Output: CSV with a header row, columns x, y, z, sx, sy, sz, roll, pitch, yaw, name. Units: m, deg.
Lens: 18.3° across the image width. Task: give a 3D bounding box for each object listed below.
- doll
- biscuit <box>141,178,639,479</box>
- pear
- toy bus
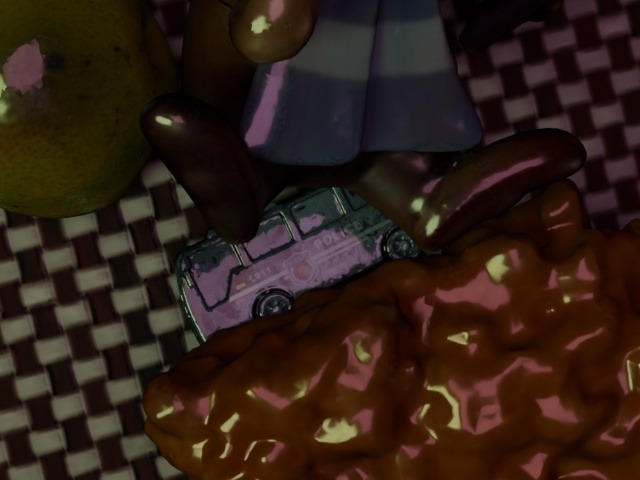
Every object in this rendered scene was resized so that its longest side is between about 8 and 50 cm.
x,y,z,sx,sy,sz,roll,pitch,yaw,name
0.064,-0.161,0.924,0.209,0.318,0.340,32,112,20,doll
0.096,0.146,1.028,0.318,0.110,0.312,-24,103,-6,biscuit
-0.143,-0.079,1.021,0.141,0.104,0.141,0,93,-3,pear
0.000,0.000,1.066,0.166,0.047,0.065,-26,92,-6,toy bus
